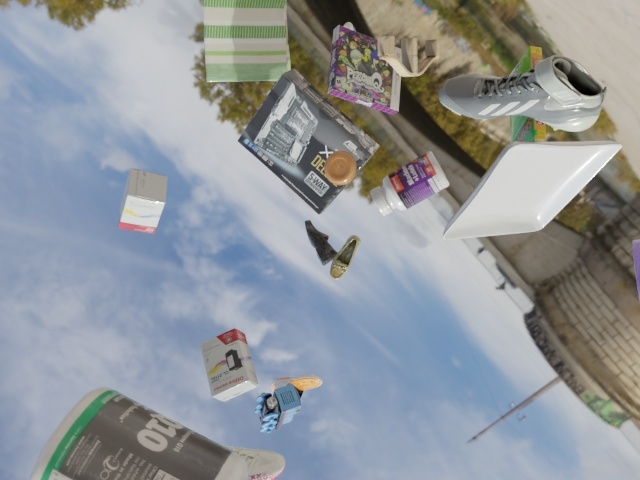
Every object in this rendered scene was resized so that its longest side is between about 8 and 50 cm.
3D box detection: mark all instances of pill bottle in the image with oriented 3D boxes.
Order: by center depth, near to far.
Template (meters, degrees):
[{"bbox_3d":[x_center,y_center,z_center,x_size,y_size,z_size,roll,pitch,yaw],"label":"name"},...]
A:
[{"bbox_3d":[-0.244,0.399,0.944,0.361,0.204,0.204,26,-159,5],"label":"pill bottle"},{"bbox_3d":[0.235,-0.146,1.601,0.108,0.193,0.108,55,-165,-22],"label":"pill bottle"}]

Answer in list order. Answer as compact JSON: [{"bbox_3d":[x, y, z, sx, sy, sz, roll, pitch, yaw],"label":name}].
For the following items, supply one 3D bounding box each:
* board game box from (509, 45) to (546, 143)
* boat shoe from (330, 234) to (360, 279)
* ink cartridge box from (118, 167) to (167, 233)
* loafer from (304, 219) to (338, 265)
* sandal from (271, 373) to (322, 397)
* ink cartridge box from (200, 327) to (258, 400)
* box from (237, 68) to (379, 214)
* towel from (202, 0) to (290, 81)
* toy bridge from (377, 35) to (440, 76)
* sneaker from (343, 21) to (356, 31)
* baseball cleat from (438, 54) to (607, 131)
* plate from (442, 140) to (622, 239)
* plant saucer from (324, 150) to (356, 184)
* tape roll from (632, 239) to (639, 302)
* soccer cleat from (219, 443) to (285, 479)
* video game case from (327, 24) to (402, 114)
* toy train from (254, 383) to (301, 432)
[{"bbox_3d":[0.477,-0.303,1.386,0.039,0.124,0.259,8,-108,-4],"label":"board game box"},{"bbox_3d":[0.074,0.054,1.843,0.056,0.153,0.048,33,-170,2],"label":"boat shoe"},{"bbox_3d":[-0.603,-0.133,2.029,0.127,0.176,0.128,10,-131,-23],"label":"ink cartridge box"},{"bbox_3d":[0.000,0.000,1.935,0.062,0.061,0.170,80,164,-66],"label":"loafer"},{"bbox_3d":[-0.105,0.578,2.317,0.102,0.265,0.076,40,-134,-23],"label":"sandal"},{"bbox_3d":[-0.274,0.372,1.794,0.072,0.127,0.175,52,-166,-59],"label":"ink cartridge box"},{"bbox_3d":[-0.035,-0.257,1.588,0.307,0.242,0.076,43,-145,-1],"label":"box"},{"bbox_3d":[-0.211,-0.620,1.708,0.248,0.325,0.038,-5,-168,-15],"label":"towel"},{"bbox_3d":[0.151,-0.310,1.015,0.026,0.063,0.188,8,-161,36],"label":"toy bridge"},{"bbox_3d":[0.127,-0.671,2.042,0.058,0.084,0.152,15,125,53],"label":"sneaker"},{"bbox_3d":[0.255,-0.200,0.768,0.206,0.072,0.109,11,155,15],"label":"baseball cleat"},{"bbox_3d":[0.403,-0.106,1.183,0.277,0.278,0.045,-5,-124,-25],"label":"plate"},{"bbox_3d":[0.047,-0.176,1.451,0.083,0.083,0.013,51,-160,14],"label":"plant saucer"},{"bbox_3d":[0.719,0.087,1.272,0.189,0.080,0.189,23,-117,-56],"label":"tape roll"},{"bbox_3d":[-0.281,0.703,1.888,0.116,0.331,0.143,-79,-26,-57],"label":"soccer cleat"},{"bbox_3d":[0.137,-0.506,1.788,0.232,0.042,0.210,12,-105,-25],"label":"video game case"},{"bbox_3d":[-0.112,0.443,1.565,0.105,0.184,0.080,-13,-121,-17],"label":"toy train"}]
